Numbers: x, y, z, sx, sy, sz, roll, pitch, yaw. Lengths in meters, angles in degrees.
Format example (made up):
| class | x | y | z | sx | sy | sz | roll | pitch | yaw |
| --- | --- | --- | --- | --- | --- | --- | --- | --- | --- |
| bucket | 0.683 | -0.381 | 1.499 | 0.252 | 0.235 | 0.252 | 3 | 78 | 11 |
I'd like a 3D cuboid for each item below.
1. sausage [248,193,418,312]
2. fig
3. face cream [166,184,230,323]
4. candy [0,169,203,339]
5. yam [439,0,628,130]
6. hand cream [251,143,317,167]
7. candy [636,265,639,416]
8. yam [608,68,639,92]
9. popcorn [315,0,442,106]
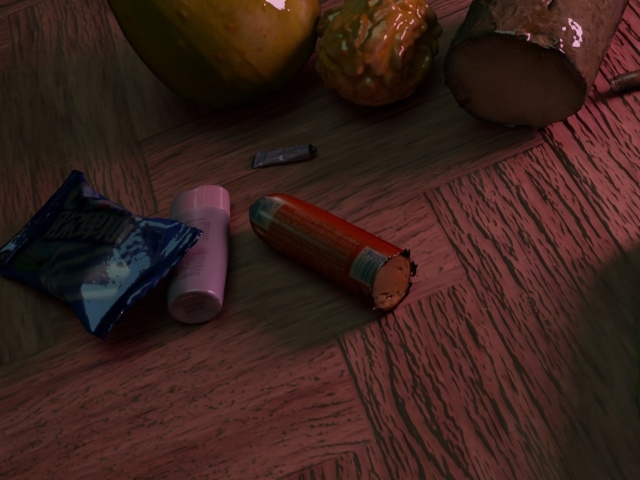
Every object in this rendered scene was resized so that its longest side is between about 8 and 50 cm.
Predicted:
| class | x | y | z | sx | sy | sz | roll | pitch | yaw |
| --- | --- | --- | --- | --- | --- | --- | --- | --- | --- |
| sausage | 0.000 | 0.000 | 1.492 | 0.083 | 0.083 | 0.264 | -42 | 44 | -20 |
| fig | -0.163 | -0.337 | 1.726 | 0.258 | 0.326 | 0.258 | -40 | 29 | 28 |
| face cream | -0.154 | 0.014 | 1.557 | 0.084 | 0.057 | 0.198 | -15 | 41 | 12 |
| candy | -0.298 | 0.010 | 1.594 | 0.187 | 0.077 | 0.331 | -50 | 38 | -13 |
| yam | 0.285 | -0.289 | 1.584 | 0.195 | 0.195 | 0.300 | 7 | 51 | 28 |
| hand cream | -0.048 | -0.113 | 1.673 | 0.093 | 0.019 | 0.030 | -9 | 46 | 24 |
| candy | 0.397 | 0.058 | 1.243 | 0.142 | 0.132 | 0.344 | -44 | 20 | 45 |
| yam | 0.425 | -0.214 | 1.565 | 0.129 | 0.027 | 0.033 | -14 | 74 | 6 |
| popcorn | 0.072 | -0.266 | 1.671 | 0.180 | 0.180 | 0.170 | -16 | 0 | 6 |
